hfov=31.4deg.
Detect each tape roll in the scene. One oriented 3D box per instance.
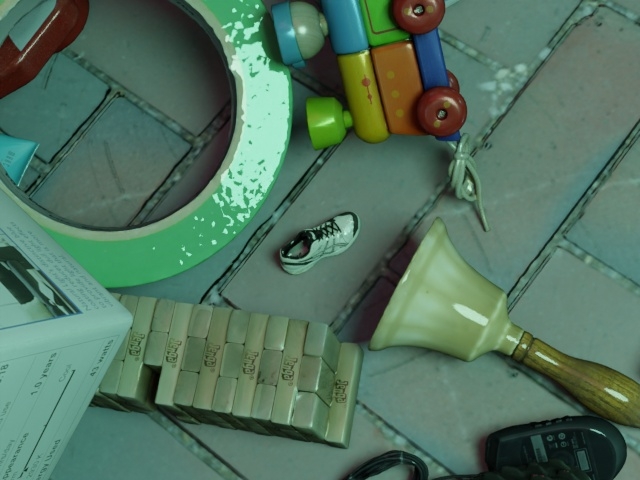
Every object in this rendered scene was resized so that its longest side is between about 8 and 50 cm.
[{"bbox_3d":[-0.187,-0.120,1.006,0.321,0.077,0.321,0,94,-7],"label":"tape roll"}]

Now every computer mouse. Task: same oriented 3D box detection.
[{"bbox_3d":[0.128,0.189,0.930,0.242,0.041,0.071,-12,97,12],"label":"computer mouse"}]

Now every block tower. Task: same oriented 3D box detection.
[{"bbox_3d":[-0.138,0.104,0.985,0.336,0.097,0.090,7,72,13],"label":"block tower"}]

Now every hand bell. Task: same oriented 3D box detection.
[{"bbox_3d":[0.174,0.090,0.933,0.242,0.126,0.126,27,78,7],"label":"hand bell"}]

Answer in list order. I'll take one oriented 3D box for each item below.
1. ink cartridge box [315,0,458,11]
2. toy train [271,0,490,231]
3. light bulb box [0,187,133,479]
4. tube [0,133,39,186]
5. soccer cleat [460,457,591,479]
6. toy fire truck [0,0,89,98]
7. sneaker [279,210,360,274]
[{"bbox_3d":[0.108,-0.315,1.027,0.278,0.201,0.117,-31,68,0],"label":"ink cartridge box"},{"bbox_3d":[0.052,-0.105,0.976,0.143,0.105,0.248,-12,109,7],"label":"toy train"},{"bbox_3d":[-0.386,0.148,0.810,0.225,0.361,0.358,39,113,22],"label":"light bulb box"},{"bbox_3d":[-0.385,-0.095,1.140,0.207,0.052,0.080,21,87,13],"label":"tube"},{"bbox_3d":[0.065,0.259,0.883,0.318,0.108,0.116,-14,106,14],"label":"soccer cleat"},{"bbox_3d":[-0.395,-0.225,1.123,0.302,0.169,0.254,34,84,21],"label":"toy fire truck"},{"bbox_3d":[0.000,0.000,1.024,0.083,0.037,0.032,-36,65,-4],"label":"sneaker"}]
